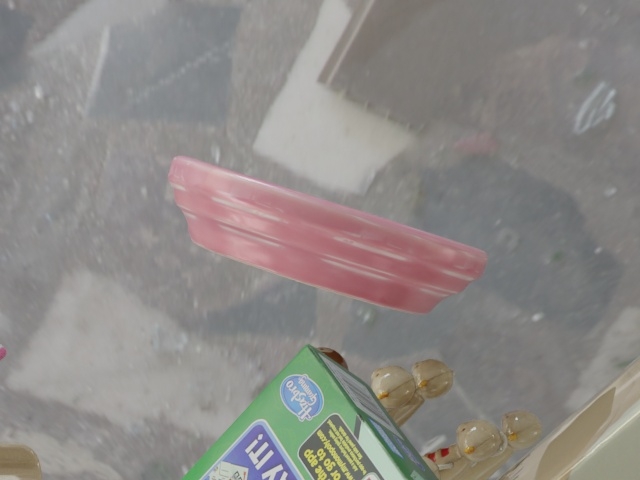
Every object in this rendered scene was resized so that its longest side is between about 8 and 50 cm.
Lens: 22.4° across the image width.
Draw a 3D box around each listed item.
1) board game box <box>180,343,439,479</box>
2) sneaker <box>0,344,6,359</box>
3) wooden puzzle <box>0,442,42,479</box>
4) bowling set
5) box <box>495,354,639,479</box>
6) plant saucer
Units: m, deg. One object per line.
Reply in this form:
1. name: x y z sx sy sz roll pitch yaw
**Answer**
1. board game box: -0.001 0.203 0.521 0.213 0.317 0.046 -47 129 6
2. sneaker: -0.258 0.043 0.773 0.103 0.252 0.111 -42 109 -46
3. wooden puzzle: -0.450 0.372 1.806 0.322 0.080 0.348 4 37 -24
4. bowling set: 0.069 0.161 1.505 0.154 0.287 0.200 -39 79 21
5. box: 0.127 0.189 0.862 0.121 0.148 0.311 46 110 3
6. plant saucer: 0.000 0.000 1.626 0.332 0.332 0.084 18 92 0
